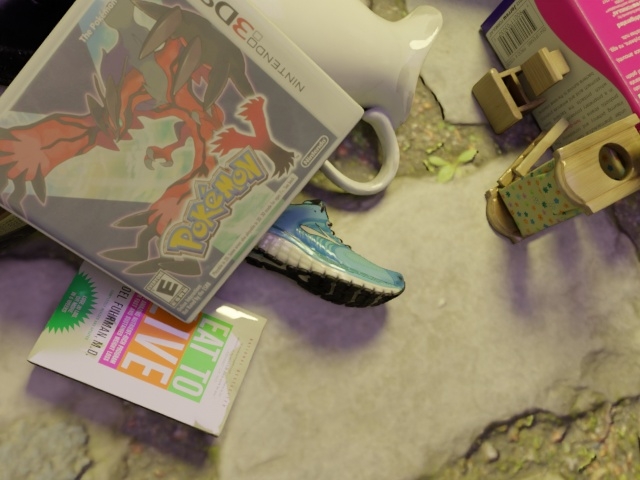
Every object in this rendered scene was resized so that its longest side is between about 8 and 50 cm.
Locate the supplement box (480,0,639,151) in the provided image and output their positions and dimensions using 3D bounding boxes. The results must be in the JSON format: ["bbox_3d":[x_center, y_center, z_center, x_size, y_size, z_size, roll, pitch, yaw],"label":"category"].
[{"bbox_3d":[0.275,-0.162,0.546,0.114,0.111,0.220,-25,84,-20],"label":"supplement box"}]

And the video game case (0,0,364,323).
[{"bbox_3d":[-0.099,-0.068,0.375,0.183,0.023,0.201,39,94,-23],"label":"video game case"}]

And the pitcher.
[{"bbox_3d":[-0.014,-0.137,0.469,0.207,0.125,0.177,8,88,-24],"label":"pitcher"}]

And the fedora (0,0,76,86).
[{"bbox_3d":[-0.228,-0.279,0.399,0.334,0.334,0.152,23,40,-8],"label":"fedora"}]

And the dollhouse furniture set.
[{"bbox_3d":[0.204,-0.102,0.474,0.101,0.182,0.160,-25,83,-19],"label":"dollhouse furniture set"}]

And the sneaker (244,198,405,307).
[{"bbox_3d":[0.000,0.000,0.460,0.162,0.063,0.073,27,68,-7],"label":"sneaker"}]

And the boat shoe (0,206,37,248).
[{"bbox_3d":[-0.203,-0.053,0.414,0.224,0.073,0.080,-33,92,-16],"label":"boat shoe"}]

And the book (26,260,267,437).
[{"bbox_3d":[-0.125,0.075,0.426,0.144,0.035,0.096,24,67,-6],"label":"book"}]
